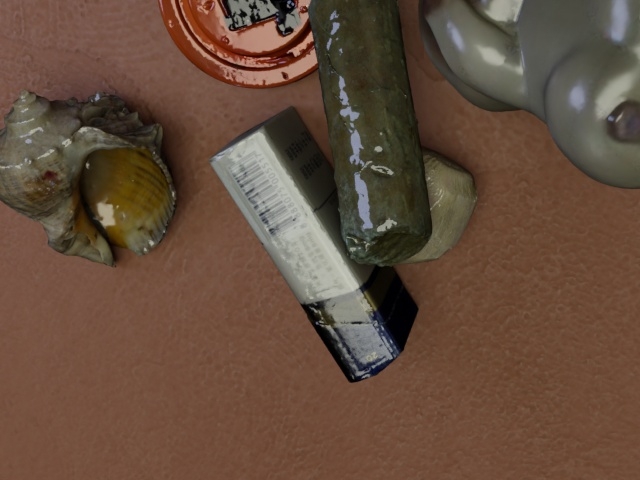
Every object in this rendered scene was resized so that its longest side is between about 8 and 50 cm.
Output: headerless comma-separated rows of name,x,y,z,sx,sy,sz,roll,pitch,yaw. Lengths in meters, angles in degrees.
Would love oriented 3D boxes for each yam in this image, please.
yam,0.048,-0.109,1.304,0.093,0.093,0.259,-11,80,13

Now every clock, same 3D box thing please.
clock,-0.064,-0.252,1.383,0.205,0.051,0.205,3,103,11

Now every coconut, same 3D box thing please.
coconut,0.092,-0.030,1.382,0.110,0.110,0.124,28,102,3

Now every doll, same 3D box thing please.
doll,0.226,-0.182,1.189,0.370,0.226,0.215,29,115,41

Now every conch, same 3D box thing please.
conch,-0.237,-0.063,1.416,0.178,0.163,0.245,6,136,25

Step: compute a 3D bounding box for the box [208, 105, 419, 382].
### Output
box,0.000,0.000,1.374,0.071,0.168,0.259,-29,96,14
